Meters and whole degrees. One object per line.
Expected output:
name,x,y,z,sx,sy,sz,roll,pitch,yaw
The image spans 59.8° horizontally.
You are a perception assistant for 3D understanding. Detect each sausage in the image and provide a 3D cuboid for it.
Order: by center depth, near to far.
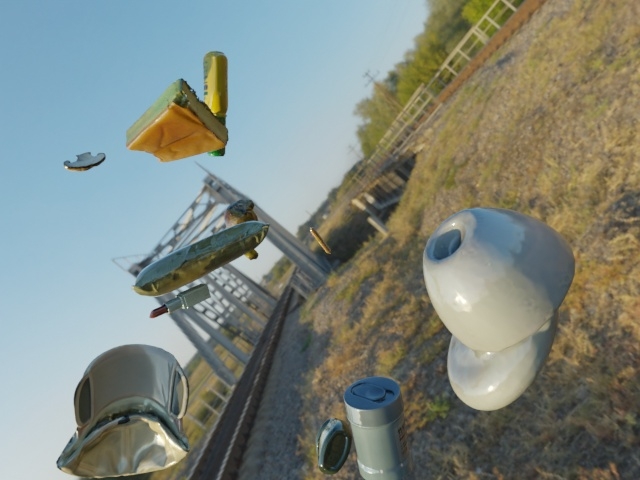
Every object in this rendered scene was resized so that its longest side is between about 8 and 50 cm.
sausage,0.000,0.000,1.493,0.015,0.100,0.015,-29,27,16

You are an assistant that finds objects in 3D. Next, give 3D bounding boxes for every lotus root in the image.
lotus root,-0.222,-0.024,1.589,0.108,0.094,0.191,-87,-4,-59

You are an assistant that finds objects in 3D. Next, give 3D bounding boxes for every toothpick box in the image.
toothpick box,0.102,0.330,0.974,0.101,0.153,0.101,-10,18,3

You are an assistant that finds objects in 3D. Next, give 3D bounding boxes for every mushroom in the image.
mushroom,-0.566,-0.190,1.340,0.101,0.049,0.019,-22,-27,-31

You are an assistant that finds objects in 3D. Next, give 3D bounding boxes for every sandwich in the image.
sandwich,-0.342,-0.247,1.234,0.211,0.063,0.245,-13,-17,10

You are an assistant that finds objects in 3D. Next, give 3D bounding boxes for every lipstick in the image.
lipstick,-0.282,0.124,1.108,0.129,0.030,0.030,-25,18,-37

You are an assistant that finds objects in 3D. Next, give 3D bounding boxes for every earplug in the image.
earplug,0.227,0.091,0.749,0.326,0.174,0.214,77,-154,-48

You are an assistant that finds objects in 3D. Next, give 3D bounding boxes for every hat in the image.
hat,-0.353,0.311,1.017,0.164,0.219,0.226,136,134,-61

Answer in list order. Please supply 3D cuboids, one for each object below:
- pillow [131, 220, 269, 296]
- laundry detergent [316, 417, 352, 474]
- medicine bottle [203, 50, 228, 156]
pillow,-0.254,0.040,1.162,0.302,0.075,0.185,-26,3,-16
laundry detergent,0.026,0.571,1.572,0.222,0.078,0.144,135,158,-77
medicine bottle,-0.269,-0.348,1.437,0.095,0.064,0.261,-150,60,-72
